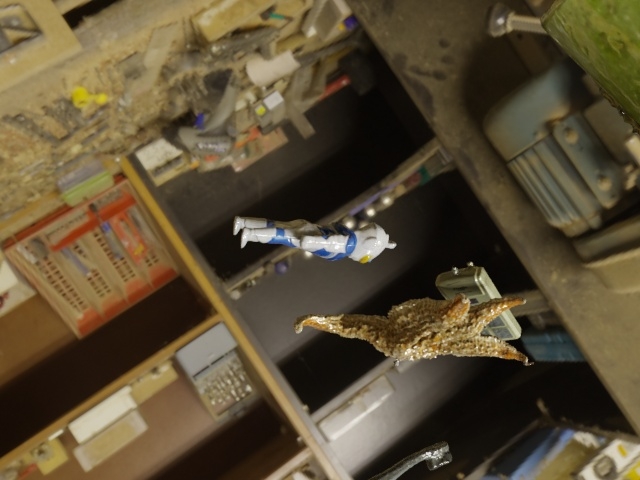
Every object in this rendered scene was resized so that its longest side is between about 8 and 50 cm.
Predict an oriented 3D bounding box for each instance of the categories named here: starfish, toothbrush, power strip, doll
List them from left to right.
[{"bbox_3d":[0.000,0.000,0.922,0.227,0.057,0.114,3,-174,-16],"label":"doll"},{"bbox_3d":[0.062,0.307,0.849,0.297,0.031,0.030,-8,160,-40],"label":"toothbrush"},{"bbox_3d":[0.164,0.142,1.007,0.293,0.084,0.301,-13,151,33],"label":"starfish"},{"bbox_3d":[0.234,0.095,1.022,0.076,0.169,0.028,-14,-141,37],"label":"power strip"}]

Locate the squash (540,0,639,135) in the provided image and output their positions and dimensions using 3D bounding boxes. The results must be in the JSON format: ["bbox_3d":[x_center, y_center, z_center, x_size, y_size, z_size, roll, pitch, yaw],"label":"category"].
[{"bbox_3d":[0.310,-0.096,0.339,0.233,0.309,0.210,-45,180,8],"label":"squash"}]
